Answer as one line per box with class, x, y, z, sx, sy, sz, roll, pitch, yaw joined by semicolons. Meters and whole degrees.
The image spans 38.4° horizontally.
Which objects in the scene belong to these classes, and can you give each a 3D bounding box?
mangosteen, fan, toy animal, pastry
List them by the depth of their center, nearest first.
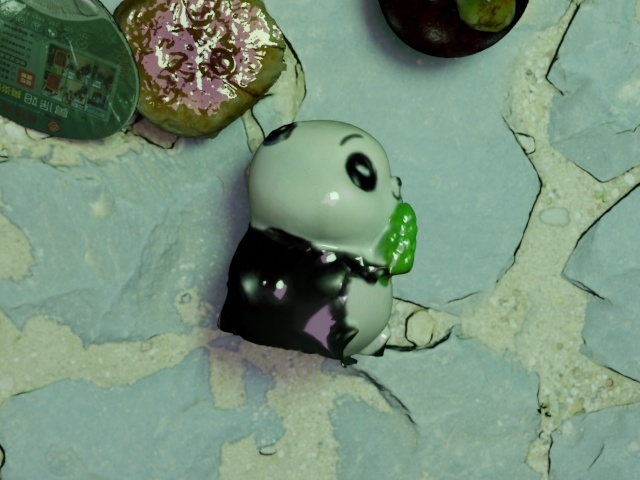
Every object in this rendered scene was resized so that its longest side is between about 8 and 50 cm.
fan;-0.269;-0.214;0.969;0.294;0.012;0.223;-31;115;31
toy animal;0.008;0.001;1.034;0.212;0.212;0.267;15;93;-13
pastry;-0.144;-0.217;1.050;0.192;0.093;0.182;-40;100;-3
mangosteen;0.170;-0.309;1.058;0.194;0.230;0.194;-2;94;-25
